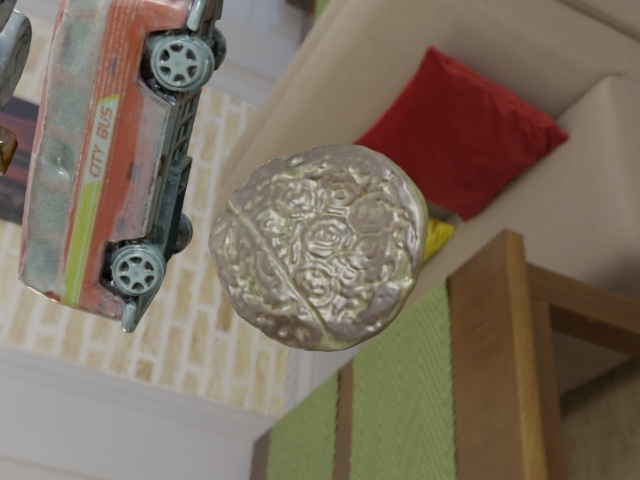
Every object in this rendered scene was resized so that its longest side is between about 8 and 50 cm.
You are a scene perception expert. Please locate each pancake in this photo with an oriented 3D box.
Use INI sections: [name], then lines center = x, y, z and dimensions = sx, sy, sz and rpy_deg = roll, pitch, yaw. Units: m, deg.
[pancake]
center = 0.000, 0.000, 0.973
dimensions = 0.031, 0.250, 0.249
rpy_deg = 60, -142, -62

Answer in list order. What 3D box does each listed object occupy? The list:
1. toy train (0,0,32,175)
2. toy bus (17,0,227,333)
[toy train]
center = -0.160, -0.049, 0.298
dimensions = 0.219, 0.089, 0.127
rpy_deg = 152, 137, -73
[toy bus]
center = -0.147, -0.075, 0.658
dimensions = 0.121, 0.120, 0.264
rpy_deg = -82, 6, -71
